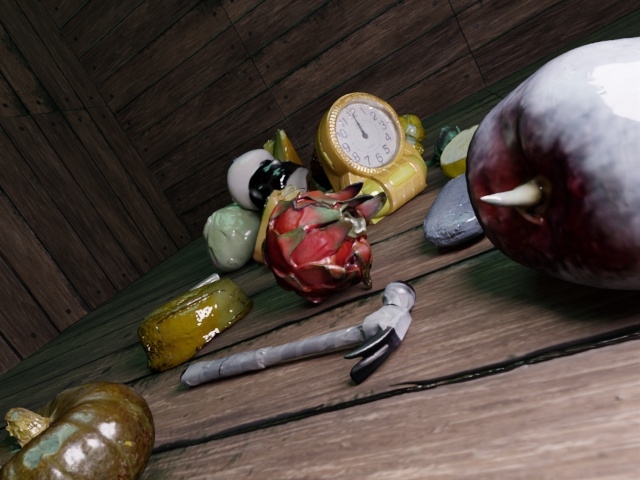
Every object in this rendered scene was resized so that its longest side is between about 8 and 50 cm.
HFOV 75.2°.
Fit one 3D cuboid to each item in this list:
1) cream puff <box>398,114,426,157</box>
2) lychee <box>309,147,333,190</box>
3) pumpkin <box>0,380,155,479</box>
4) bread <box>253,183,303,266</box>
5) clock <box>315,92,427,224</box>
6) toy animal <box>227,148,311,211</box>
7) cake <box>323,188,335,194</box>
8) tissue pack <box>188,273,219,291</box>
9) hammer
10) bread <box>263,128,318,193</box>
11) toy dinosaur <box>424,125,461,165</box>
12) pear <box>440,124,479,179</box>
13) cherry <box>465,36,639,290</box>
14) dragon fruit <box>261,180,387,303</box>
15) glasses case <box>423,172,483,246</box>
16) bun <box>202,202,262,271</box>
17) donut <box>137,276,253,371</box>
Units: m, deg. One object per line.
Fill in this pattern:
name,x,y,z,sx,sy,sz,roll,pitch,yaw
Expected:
cream puff,0.295,-0.346,1.508,0.195,0.221,0.194,13,27,-7
lychee,0.094,-0.324,1.683,0.300,0.264,0.264,-22,14,47
pumpkin,-0.324,0.266,0.521,0.219,0.162,0.219,-32,14,9
bread,-0.092,-0.023,1.221,0.174,0.133,0.251,-41,-28,-62
clock,0.119,-0.222,1.108,0.244,0.317,0.200,-36,8,-26
toy animal,-0.172,-0.189,1.376,0.267,0.212,0.212,25,46,32
cake,0.027,-0.076,1.195,0.090,0.109,0.225,-27,12,9
tissue pack,-0.406,0.154,1.450,0.108,0.023,0.056,-34,14,-22
hammer,-0.061,0.164,0.614,0.427,0.044,0.152,-22,15,34
bread,-0.170,-0.203,1.563,0.245,0.361,0.233,-33,13,-27
toy dinosaur,0.379,-0.252,1.211,0.079,0.120,0.292,-41,-11,-3
pear,0.347,-0.184,0.935,0.141,0.104,0.141,-45,21,22
cherry,0.271,-0.072,0.390,0.296,0.218,0.255,-27,5,-13
dragon fruit,0.000,0.000,0.733,0.274,0.193,0.192,132,142,-51
glasses case,0.259,-0.068,0.748,0.109,0.067,0.282,-18,15,33
bun,-0.321,-0.036,1.489,0.293,0.187,0.293,-37,25,21
donut,-0.294,0.171,0.954,0.272,0.107,0.272,-26,11,6
